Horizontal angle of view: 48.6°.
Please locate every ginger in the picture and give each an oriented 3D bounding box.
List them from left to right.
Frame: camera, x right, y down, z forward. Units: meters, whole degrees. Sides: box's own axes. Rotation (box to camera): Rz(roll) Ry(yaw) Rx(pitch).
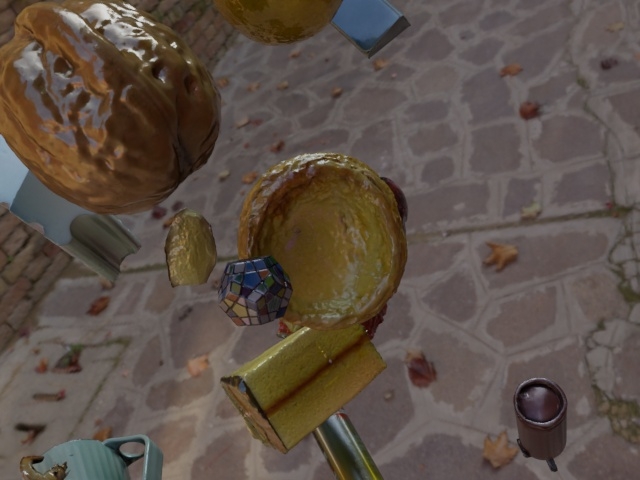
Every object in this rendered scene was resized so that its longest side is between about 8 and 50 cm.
[{"bbox_3d":[-0.295,0.001,1.652,0.115,0.193,0.122,3,26,-1],"label":"ginger"}]

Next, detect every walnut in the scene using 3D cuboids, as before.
[{"bbox_3d":[-0.244,-0.154,0.802,0.257,0.257,0.224,15,54,45],"label":"walnut"}]

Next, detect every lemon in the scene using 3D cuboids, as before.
[{"bbox_3d":[-0.057,-0.345,0.910,0.187,0.186,0.244,-39,10,-14],"label":"lemon"}]

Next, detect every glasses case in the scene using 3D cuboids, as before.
[{"bbox_3d":[0.026,-0.432,1.201,0.105,0.056,0.266,-41,75,-12],"label":"glasses case"}]

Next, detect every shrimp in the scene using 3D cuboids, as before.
[{"bbox_3d":[-0.610,0.507,1.561,0.162,0.095,0.045,36,-101,-87],"label":"shrimp"}]

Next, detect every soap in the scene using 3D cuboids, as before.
[{"bbox_3d":[-0.414,-0.044,1.142,0.173,0.289,0.095,33,78,12],"label":"soap"}]

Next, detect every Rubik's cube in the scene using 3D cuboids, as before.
[{"bbox_3d":[-0.094,0.071,1.013,0.111,0.093,0.111,-53,27,42],"label":"Rubik's cube"}]

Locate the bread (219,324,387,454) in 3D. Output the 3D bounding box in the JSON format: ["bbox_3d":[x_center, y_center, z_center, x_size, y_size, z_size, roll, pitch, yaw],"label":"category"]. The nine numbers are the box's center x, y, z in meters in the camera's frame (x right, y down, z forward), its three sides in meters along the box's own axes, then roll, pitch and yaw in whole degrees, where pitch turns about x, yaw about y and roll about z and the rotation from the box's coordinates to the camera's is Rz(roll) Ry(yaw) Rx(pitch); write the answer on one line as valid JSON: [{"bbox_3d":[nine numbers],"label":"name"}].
[{"bbox_3d":[-0.034,0.259,1.340,0.264,0.167,0.163,-33,2,-23],"label":"bread"}]

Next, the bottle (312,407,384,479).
[{"bbox_3d":[0.031,0.390,1.413,0.082,0.082,0.286,-31,47,-4],"label":"bottle"}]

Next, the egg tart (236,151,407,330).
[{"bbox_3d":[0.000,0.000,1.161,0.294,0.294,0.123,-29,8,-1],"label":"egg tart"}]

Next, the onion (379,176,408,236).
[{"bbox_3d":[0.121,-0.041,1.803,0.221,0.281,0.281,30,57,7],"label":"onion"}]

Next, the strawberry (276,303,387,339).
[{"bbox_3d":[0.034,0.189,2.025,0.292,0.292,0.343,-11,22,23],"label":"strawberry"}]

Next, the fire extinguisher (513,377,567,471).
[{"bbox_3d":[0.426,0.363,1.361,0.105,0.269,0.104,-9,54,12],"label":"fire extinguisher"}]

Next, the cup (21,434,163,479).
[{"bbox_3d":[-0.622,0.724,1.928,0.392,0.310,0.400,27,95,58],"label":"cup"}]
